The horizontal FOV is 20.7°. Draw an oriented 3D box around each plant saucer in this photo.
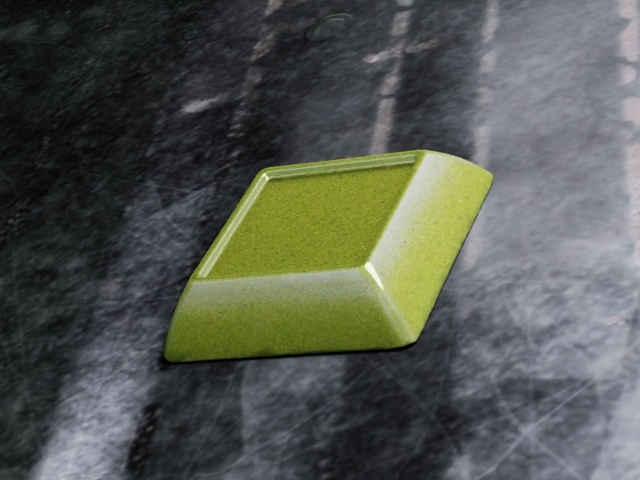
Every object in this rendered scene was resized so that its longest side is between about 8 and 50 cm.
[{"bbox_3d":[0.000,0.000,1.167,0.188,0.045,0.188,-6,34,29],"label":"plant saucer"}]
